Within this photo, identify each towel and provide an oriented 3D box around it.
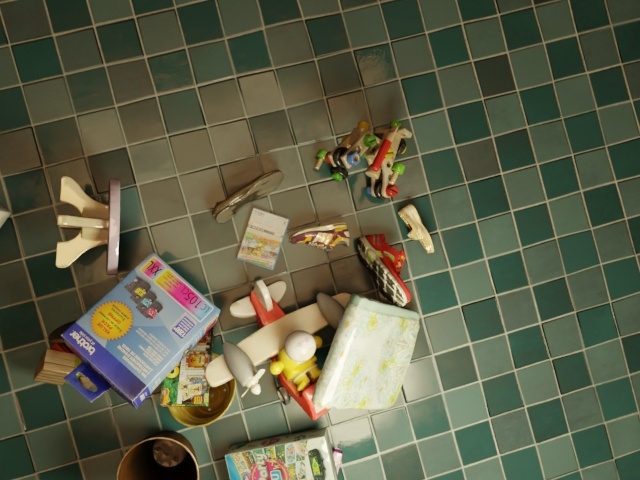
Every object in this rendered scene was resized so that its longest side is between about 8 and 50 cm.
[{"bbox_3d":[0.149,0.332,1.703,0.090,0.374,0.321,17,86,39],"label":"towel"}]

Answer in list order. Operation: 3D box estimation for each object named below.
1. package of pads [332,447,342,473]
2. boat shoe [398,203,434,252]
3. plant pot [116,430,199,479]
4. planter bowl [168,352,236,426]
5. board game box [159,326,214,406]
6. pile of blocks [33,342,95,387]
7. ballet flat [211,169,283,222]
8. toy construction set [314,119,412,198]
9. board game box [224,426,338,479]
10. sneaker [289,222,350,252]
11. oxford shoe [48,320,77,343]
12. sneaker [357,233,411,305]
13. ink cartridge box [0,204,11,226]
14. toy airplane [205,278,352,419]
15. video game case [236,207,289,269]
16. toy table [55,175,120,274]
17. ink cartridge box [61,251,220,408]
[{"bbox_3d":[0.045,0.687,1.812,0.031,0.050,0.083,13,88,2],"label":"package of pads"},{"bbox_3d":[0.298,-0.030,1.847,0.059,0.063,0.170,-26,83,-3],"label":"boat shoe"},{"bbox_3d":[-0.442,0.632,1.670,0.215,0.230,0.216,0,88,-6],"label":"plant pot"},{"bbox_3d":[-0.335,0.448,1.737,0.217,0.090,0.217,-7,61,13],"label":"planter bowl"},{"bbox_3d":[-0.385,0.351,1.717,0.136,0.030,0.260,-2,61,1],"label":"board game box"},{"bbox_3d":[-0.640,0.355,1.726,0.362,0.149,0.113,5,56,-13],"label":"pile of blocks"},{"bbox_3d":[-0.225,-0.145,1.790,0.249,0.084,0.058,-36,58,-3],"label":"ballet flat"},{"bbox_3d":[0.170,-0.279,1.727,0.257,0.309,0.237,28,82,-13],"label":"toy construction set"},{"bbox_3d":[-0.107,0.701,1.749,0.303,0.097,0.224,-13,90,5],"label":"board game box"},{"bbox_3d":[0.000,0.000,1.807,0.185,0.069,0.084,-13,85,-5],"label":"sneaker"},{"bbox_3d":[-0.691,0.277,1.732,0.212,0.076,0.076,-11,124,1],"label":"oxford shoe"},{"bbox_3d":[0.209,0.071,1.754,0.118,0.107,0.279,-16,48,-15],"label":"sneaker"},{"bbox_3d":[-1.037,-0.119,1.632,0.272,0.197,0.114,38,86,-5],"label":"ink cartridge box"},{"bbox_3d":[-0.094,0.282,1.689,0.384,0.272,0.386,22,71,-15],"label":"toy airplane"},{"bbox_3d":[-0.176,-0.005,1.815,0.119,0.015,0.166,18,87,-6],"label":"video game case"},{"bbox_3d":[-0.655,-0.043,1.663,0.160,0.252,0.275,3,77,-22],"label":"toy table"},{"bbox_3d":[-0.509,0.268,1.625,0.270,0.151,0.395,39,65,6],"label":"ink cartridge box"}]
